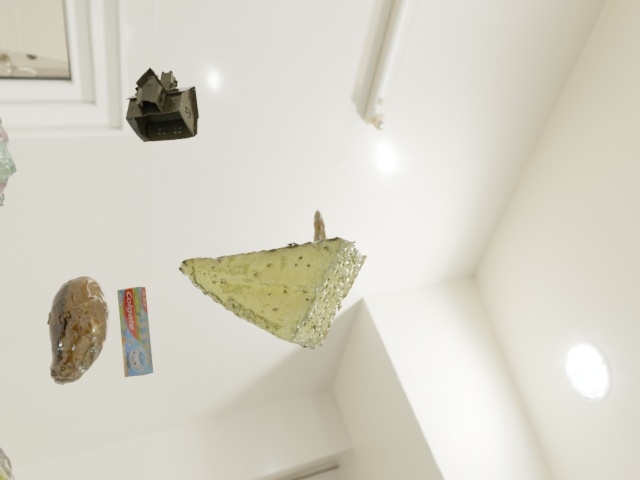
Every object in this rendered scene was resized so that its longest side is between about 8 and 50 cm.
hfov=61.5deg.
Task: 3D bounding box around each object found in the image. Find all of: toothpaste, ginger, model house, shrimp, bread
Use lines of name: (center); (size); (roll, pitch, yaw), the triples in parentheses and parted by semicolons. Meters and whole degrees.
toothpaste: (-0.401, 0.199, 1.190); (0.070, 0.044, 0.193); (-11, -98, 23)
ginger: (-0.708, 0.261, 1.569); (0.172, 0.165, 0.321); (-3, -106, 39)
model house: (-0.538, -0.492, 1.824); (0.204, 0.212, 0.243); (74, 12, -59)
shrimp: (0.000, 0.000, 1.525); (0.101, 0.042, 0.190); (-96, -178, -58)
bread: (-0.090, 0.057, 1.113); (0.315, 0.279, 0.248); (37, 0, 17)

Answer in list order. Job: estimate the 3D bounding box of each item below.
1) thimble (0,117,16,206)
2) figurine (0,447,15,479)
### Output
thimble: (-0.546, -0.123, 0.762); (0.211, 0.149, 0.185); (25, -76, 32)
figurine: (-0.613, 0.444, 0.719); (0.266, 0.362, 0.377); (41, -55, 44)
